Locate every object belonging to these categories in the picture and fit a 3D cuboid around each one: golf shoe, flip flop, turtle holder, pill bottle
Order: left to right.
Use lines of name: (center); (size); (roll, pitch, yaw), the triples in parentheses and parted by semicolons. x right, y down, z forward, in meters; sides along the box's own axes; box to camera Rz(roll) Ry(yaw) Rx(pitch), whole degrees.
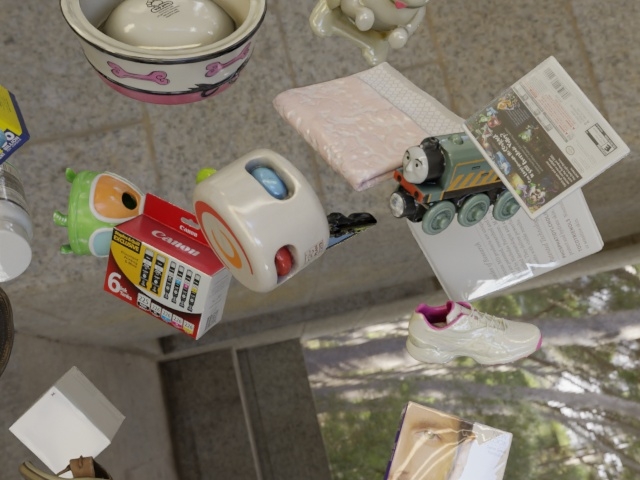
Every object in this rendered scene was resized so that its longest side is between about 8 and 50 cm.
pill bottle: (-0.901, -0.062, 1.959); (0.361, 0.204, 0.204); (-124, -161, -45)
flip flop: (-0.329, 0.355, 1.038); (0.112, 0.277, 0.080); (62, 40, -26)
turtle holder: (-0.614, -0.047, 2.054); (0.243, 0.227, 0.320); (-96, -168, -55)
golf shoe: (0.346, 0.202, 1.615); (0.115, 0.306, 0.140); (-86, 172, -59)

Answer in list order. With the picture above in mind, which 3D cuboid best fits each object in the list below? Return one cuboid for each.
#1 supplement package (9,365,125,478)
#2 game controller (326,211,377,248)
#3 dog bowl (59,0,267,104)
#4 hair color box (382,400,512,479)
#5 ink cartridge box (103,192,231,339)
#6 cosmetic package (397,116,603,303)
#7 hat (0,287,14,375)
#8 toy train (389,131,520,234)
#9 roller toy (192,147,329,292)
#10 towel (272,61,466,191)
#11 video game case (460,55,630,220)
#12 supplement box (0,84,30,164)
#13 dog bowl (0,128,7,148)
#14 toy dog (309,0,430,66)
supplement package: (-0.617, 0.448, 1.772); (0.194, 0.149, 0.203); (47, -1, -6)
game controller: (0.000, 0.000, 1.795); (0.319, 0.166, 0.067); (-27, -112, 52)
dog bowl: (-0.317, -0.449, 1.493); (0.150, 0.407, 0.408); (100, -21, -53)
hair color box: (0.185, 0.461, 1.204); (0.110, 0.185, 0.339); (81, 26, -73)
ink cartridge box: (-0.395, 0.062, 1.891); (0.130, 0.309, 0.272); (-40, 150, -59)
cosmetic package: (0.438, -0.106, 1.831); (0.327, 0.393, 0.329); (55, 19, -31)
hat: (-0.675, 0.139, 1.150); (0.134, 0.331, 0.331); (101, -22, -56)
toy train: (0.284, -0.130, 1.390); (0.142, 0.333, 0.190); (50, -39, 42)
roller toy: (-0.083, -0.031, 1.075); (0.191, 0.146, 0.209); (8, -51, 62)
towel: (0.111, -0.260, 1.540); (0.332, 0.316, 0.053); (48, -29, 36)
video game case: (0.340, -0.157, 1.101); (0.190, 0.173, 0.022); (57, 15, 15)
supplement box: (-0.854, -0.301, 1.562); (0.356, 0.194, 0.195); (39, 12, -51)
dog bowl: (-0.594, -0.224, 1.073); (0.166, 0.074, 0.297); (38, -12, 45)
toy dog: (0.218, -0.746, 2.123); (0.396, 0.284, 0.408); (-62, -160, -15)
